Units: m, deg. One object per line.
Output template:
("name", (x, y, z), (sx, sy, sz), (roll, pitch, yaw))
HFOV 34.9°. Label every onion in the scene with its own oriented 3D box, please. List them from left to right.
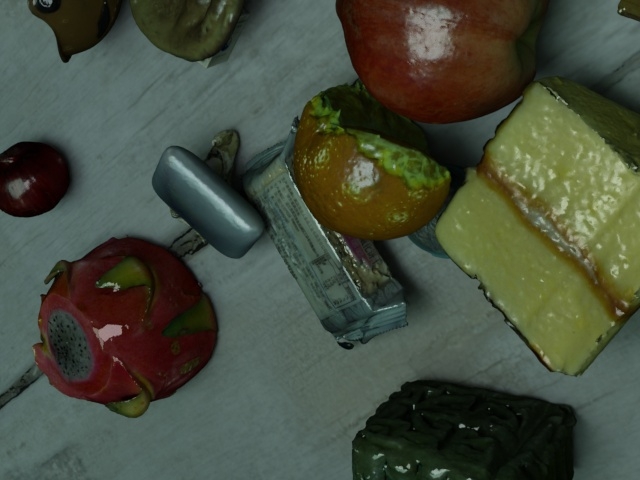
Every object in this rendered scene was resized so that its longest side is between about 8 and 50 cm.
("onion", (-0.470, -0.098, 1.634), (0.131, 0.131, 0.131), (12, 115, 28))

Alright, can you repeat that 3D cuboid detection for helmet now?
("helmet", (-0.340, -0.373, 1.419), (0.130, 0.198, 0.224), (-17, 109, 4))

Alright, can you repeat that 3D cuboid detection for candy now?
("candy", (-0.157, -0.052, 1.418), (0.174, 0.071, 0.138), (42, 158, -2))

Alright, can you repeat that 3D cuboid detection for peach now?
("peach", (0.122, -0.253, 1.135), (0.256, 0.232, 0.232), (21, 118, 21))

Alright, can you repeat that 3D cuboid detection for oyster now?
("oyster", (-0.161, -0.074, 1.503), (0.106, 0.061, 0.200), (48, 132, -6))

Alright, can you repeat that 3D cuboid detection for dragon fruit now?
("dragon fruit", (-0.325, 0.140, 1.593), (0.290, 0.189, 0.291), (12, 114, 27))

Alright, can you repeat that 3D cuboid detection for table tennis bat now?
("table tennis bat", (0.128, -0.046, 1.335), (0.201, 0.033, 0.124), (13, 107, 26))

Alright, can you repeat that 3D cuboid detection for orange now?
("orange", (0.058, -0.087, 1.237), (0.179, 0.237, 0.158), (14, 117, -23))

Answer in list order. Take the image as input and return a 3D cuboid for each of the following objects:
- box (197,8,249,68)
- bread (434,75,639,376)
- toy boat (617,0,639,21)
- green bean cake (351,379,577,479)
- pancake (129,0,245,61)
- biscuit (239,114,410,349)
("box", (-0.134, -0.279, 1.393), (0.024, 0.054, 0.083), (38, 124, 9))
("bread", (0.262, -0.015, 1.126), (0.236, 0.198, 0.263), (30, 126, 1))
("toy boat", (0.449, -0.166, 1.047), (0.321, 0.089, 0.121), (36, 126, 14))
("green bean cake", (0.186, 0.280, 1.295), (0.255, 0.241, 0.132), (6, 107, 31))
("pancake", (-0.179, -0.384, 1.348), (0.294, 0.049, 0.295), (10, 104, 44))
("biscuit", (-0.002, 0.002, 1.390), (0.309, 0.079, 0.186), (57, 147, 1))
